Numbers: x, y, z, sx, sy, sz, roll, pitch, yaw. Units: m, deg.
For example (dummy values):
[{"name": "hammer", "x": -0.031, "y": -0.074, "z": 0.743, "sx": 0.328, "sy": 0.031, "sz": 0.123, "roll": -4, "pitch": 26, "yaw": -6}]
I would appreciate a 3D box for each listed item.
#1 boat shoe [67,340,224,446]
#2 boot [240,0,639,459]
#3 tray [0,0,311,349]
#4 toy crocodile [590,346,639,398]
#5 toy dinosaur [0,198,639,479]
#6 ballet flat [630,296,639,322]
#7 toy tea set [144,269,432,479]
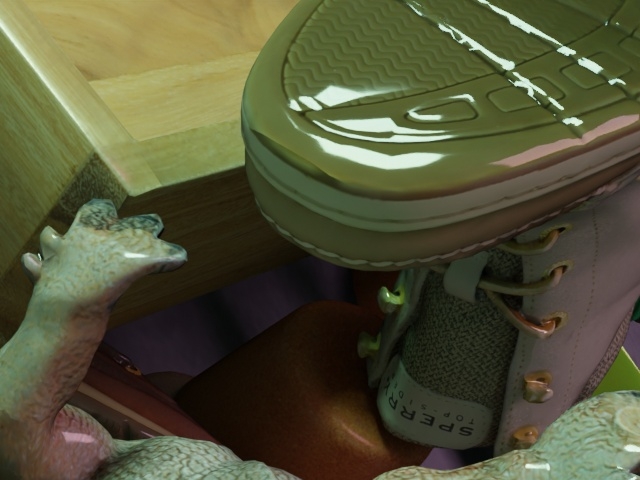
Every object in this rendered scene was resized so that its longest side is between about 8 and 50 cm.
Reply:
[{"name": "boat shoe", "x": -0.070, "y": 0.048, "z": 0.455, "sx": 0.178, "sy": 0.064, "sz": 0.060, "roll": 38, "pitch": 25, "yaw": -25}, {"name": "boot", "x": 0.044, "y": -0.002, "z": 0.433, "sx": 0.077, "sy": 0.165, "sz": 0.213, "roll": 36, "pitch": 40, "yaw": 20}, {"name": "tray", "x": -0.005, "y": -0.104, "z": 0.568, "sx": 0.203, "sy": 0.076, "sz": 0.411, "roll": 51, "pitch": 34, "yaw": 15}, {"name": "toy crocodile", "x": 0.116, "y": 0.066, "z": 0.829, "sx": 0.340, "sy": 0.115, "sz": 0.105, "roll": 61, "pitch": -8, "yaw": -5}, {"name": "toy dinosaur", "x": -0.052, "y": 0.110, "z": 0.335, "sx": 0.296, "sy": 0.200, "sz": 0.127, "roll": -11, "pitch": 35, "yaw": -36}, {"name": "ballet flat", "x": 0.170, "y": -0.048, "z": 0.820, "sx": 0.077, "sy": 0.079, "sz": 0.221, "roll": -123, "pitch": -169, "yaw": -48}, {"name": "toy tea set", "x": 0.000, "y": 0.000, "z": 0.642, "sx": 0.200, "sy": 0.124, "sz": 0.336, "roll": 47, "pitch": 34, "yaw": 3}]
